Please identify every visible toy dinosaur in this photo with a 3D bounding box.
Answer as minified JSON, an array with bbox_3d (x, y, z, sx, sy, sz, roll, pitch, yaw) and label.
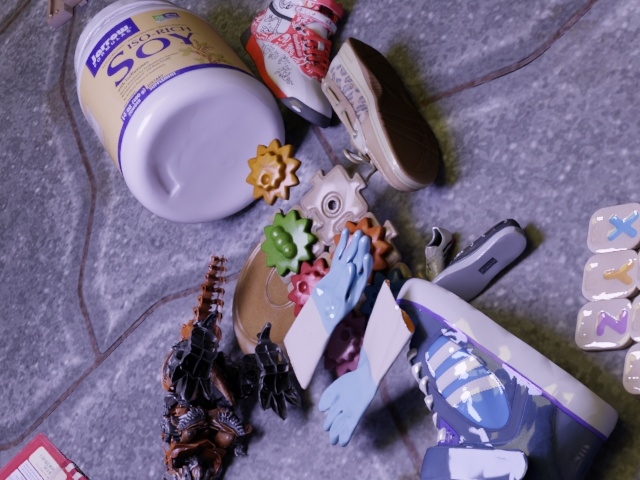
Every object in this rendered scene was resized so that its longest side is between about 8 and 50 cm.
[{"bbox_3d":[-0.156,0.181,1.684,0.218,0.164,0.322,-30,73,60],"label":"toy dinosaur"}]

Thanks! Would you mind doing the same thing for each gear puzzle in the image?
[{"bbox_3d":[0.000,0.000,1.633,0.175,0.044,0.339,-43,62,23],"label":"gear puzzle"}]

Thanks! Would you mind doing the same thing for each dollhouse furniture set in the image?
[{"bbox_3d":[-0.499,-0.521,2.485,0.151,0.123,0.144,-30,47,29],"label":"dollhouse furniture set"}]

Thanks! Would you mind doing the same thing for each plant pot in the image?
[{"bbox_3d":[-0.038,0.059,1.732,0.236,0.032,0.236,-24,52,34],"label":"plant pot"}]

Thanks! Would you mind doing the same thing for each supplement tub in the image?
[{"bbox_3d":[-0.217,-0.201,1.913,0.241,0.241,0.331,-50,41,10],"label":"supplement tub"}]

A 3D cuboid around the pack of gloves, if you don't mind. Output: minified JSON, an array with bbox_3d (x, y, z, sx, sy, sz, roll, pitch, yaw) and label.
[{"bbox_3d":[0.042,0.113,1.528,0.232,0.046,0.195,-63,35,37],"label":"pack of gloves"}]

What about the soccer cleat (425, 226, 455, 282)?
[{"bbox_3d":[0.138,0.023,1.574,0.029,0.035,0.083,0,66,45],"label":"soccer cleat"}]

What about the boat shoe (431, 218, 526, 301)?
[{"bbox_3d":[0.182,0.027,1.526,0.142,0.049,0.040,-38,25,20],"label":"boat shoe"}]

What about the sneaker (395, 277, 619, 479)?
[{"bbox_3d":[0.138,0.200,1.390,0.323,0.130,0.236,35,88,44],"label":"sneaker"}]

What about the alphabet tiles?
[{"bbox_3d":[0.387,0.024,1.336,0.278,0.021,0.284,-8,60,42],"label":"alphabet tiles"}]

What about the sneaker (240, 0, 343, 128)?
[{"bbox_3d":[-0.020,-0.281,1.880,0.145,0.090,0.270,-49,38,14],"label":"sneaker"}]

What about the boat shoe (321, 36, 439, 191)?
[{"bbox_3d":[0.074,-0.150,1.704,0.089,0.104,0.285,-48,37,26],"label":"boat shoe"}]

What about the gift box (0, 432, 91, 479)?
[{"bbox_3d":[-0.289,0.418,1.600,0.276,0.258,0.255,-41,37,-9],"label":"gift box"}]
